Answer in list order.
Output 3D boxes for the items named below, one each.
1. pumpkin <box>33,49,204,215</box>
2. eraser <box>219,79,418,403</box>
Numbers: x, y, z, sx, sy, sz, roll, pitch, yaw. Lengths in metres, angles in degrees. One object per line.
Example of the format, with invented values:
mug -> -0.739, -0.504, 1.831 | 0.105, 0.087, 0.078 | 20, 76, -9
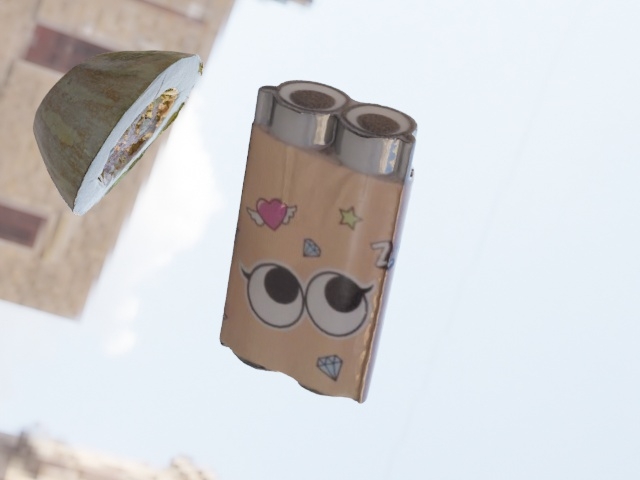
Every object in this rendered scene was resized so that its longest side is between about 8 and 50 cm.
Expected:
pumpkin -> -0.230, -0.136, 2.090 | 0.217, 0.110, 0.217 | -53, 169, -15
eraser -> 0.000, 0.000, 1.912 | 0.087, 0.171, 0.291 | -39, 145, -56
